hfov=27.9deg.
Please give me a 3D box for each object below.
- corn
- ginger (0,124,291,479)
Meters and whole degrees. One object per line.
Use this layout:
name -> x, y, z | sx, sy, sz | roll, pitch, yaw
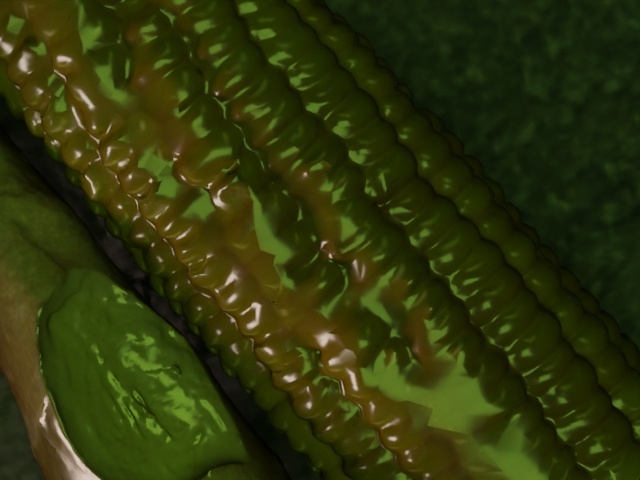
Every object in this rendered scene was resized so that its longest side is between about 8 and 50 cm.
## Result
corn -> 0.000, 0.000, 0.449 | 0.120, 0.120, 0.363 | -43, 95, 2
ginger -> -0.081, 0.054, 0.459 | 0.086, 0.131, 0.294 | -32, 84, -7
